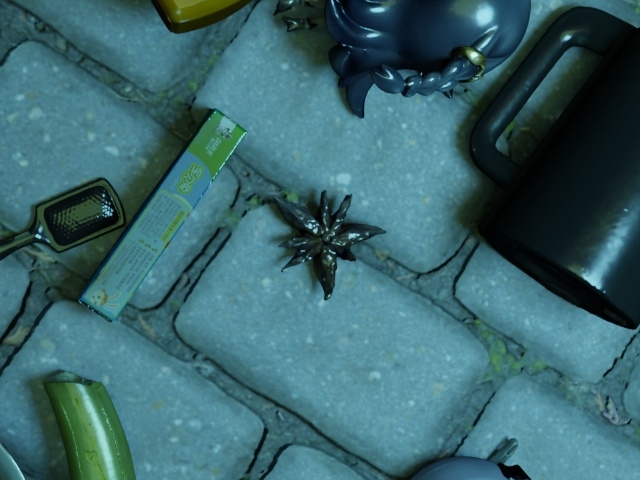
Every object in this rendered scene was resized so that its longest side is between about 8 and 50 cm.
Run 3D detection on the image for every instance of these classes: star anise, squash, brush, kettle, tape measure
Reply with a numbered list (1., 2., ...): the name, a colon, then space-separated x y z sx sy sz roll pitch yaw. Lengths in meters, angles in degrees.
1. star anise: -0.006 -0.010 1.285 0.129 0.056 0.124 41 89 -10
2. squash: -0.257 0.271 1.264 0.083 0.083 0.250 -12 94 -7
3. brush: -0.321 -0.009 1.260 0.193 0.016 0.063 -24 97 -6
4. kettle: 0.336 -0.088 1.286 0.203 0.262 0.308 37 85 -45
5. tape measure: 0.178 0.345 1.325 0.196 0.105 0.179 -14 104 -5

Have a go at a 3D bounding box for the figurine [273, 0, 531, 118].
1. figurine: 0.105 -0.249 1.228 0.265 0.175 0.197 -32 90 3

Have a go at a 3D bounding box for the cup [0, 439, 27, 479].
1. cup: -0.473 0.311 1.193 0.347 0.163 0.347 -1 94 -8

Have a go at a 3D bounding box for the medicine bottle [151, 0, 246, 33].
1. medicine bottle: -0.140 -0.303 1.156 0.112 0.222 0.149 -25 98 -5

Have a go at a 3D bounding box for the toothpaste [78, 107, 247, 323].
1. toothpaste: -0.181 -0.031 1.254 0.050 0.065 0.267 35 89 -9
